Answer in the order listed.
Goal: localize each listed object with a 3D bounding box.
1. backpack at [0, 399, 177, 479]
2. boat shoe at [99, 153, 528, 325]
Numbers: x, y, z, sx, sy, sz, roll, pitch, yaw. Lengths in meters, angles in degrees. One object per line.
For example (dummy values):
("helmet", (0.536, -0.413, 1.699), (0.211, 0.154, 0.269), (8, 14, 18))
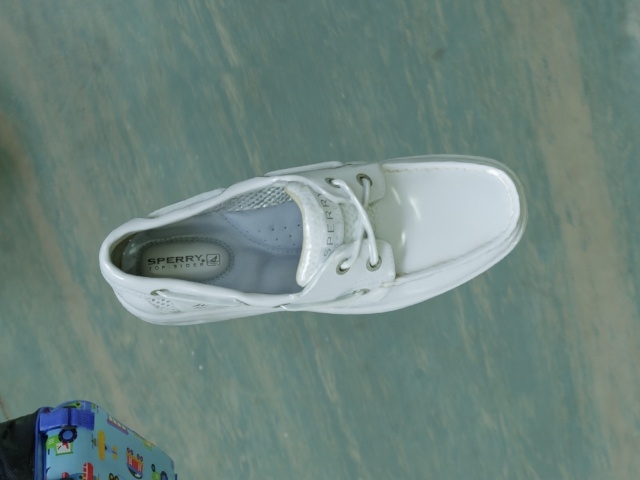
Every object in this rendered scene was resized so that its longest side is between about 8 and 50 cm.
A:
("backpack", (-0.157, 0.207, 0.576), (0.117, 0.173, 0.158), (-22, 136, 12))
("boat shoe", (0.000, 0.000, 0.588), (0.277, 0.096, 0.098), (-13, 80, -1))
